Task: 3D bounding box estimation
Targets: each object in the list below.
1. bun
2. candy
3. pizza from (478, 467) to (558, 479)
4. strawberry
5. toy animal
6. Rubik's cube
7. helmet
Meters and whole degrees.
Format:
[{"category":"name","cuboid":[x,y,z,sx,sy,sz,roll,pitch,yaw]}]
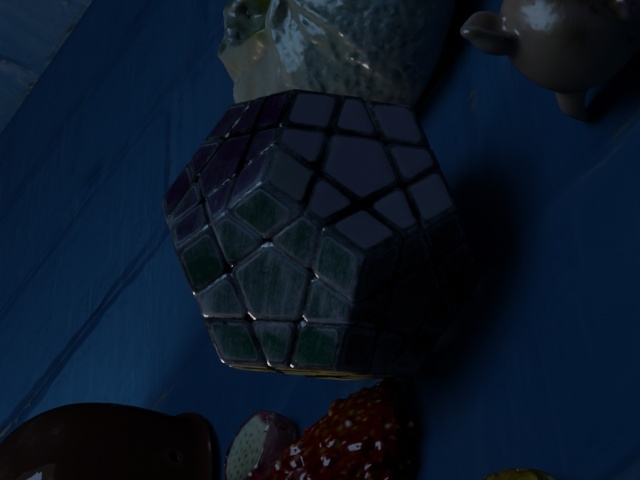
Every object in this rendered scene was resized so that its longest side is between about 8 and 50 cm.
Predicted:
[{"category":"bun","cuboid":[0.009,-0.260,1.984,0.362,0.211,0.362,-43,34,39]},{"category":"candy","cuboid":[-0.067,0.238,1.867,0.103,0.043,0.103,-46,30,37]},{"category":"pizza","cuboid":[0.145,0.260,1.412,0.175,0.046,0.134,-26,44,55]},{"category":"strawberry","cuboid":[-0.024,0.265,1.647,0.233,0.137,0.306,-29,44,55]},{"category":"toy animal","cuboid":[0.251,-0.251,1.545,0.250,0.166,0.154,-61,14,-6]},{"category":"Rubik's cube","cuboid":[0.000,-0.001,1.658,0.264,0.319,0.319,-23,31,0]},{"category":"helmet","cuboid":[-0.314,0.335,2.059,0.385,0.230,0.338,-18,52,56]}]
